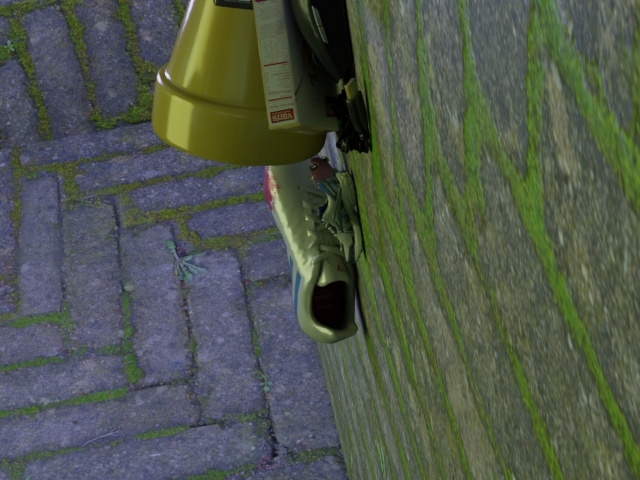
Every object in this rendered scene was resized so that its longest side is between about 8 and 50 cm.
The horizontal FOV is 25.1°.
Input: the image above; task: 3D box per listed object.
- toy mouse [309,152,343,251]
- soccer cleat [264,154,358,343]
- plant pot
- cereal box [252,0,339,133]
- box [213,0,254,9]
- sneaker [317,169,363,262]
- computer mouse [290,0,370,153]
[{"bbox_3d":[0.014,-0.083,2.069,0.161,0.031,0.143,58,-159,-58],"label":"toy mouse"},{"bbox_3d":[0.000,0.000,2.229,0.143,0.116,0.331,-169,66,-69],"label":"soccer cleat"},{"bbox_3d":[-0.103,-0.260,2.032,0.254,0.254,0.239,-108,24,-62],"label":"plant pot"},{"bbox_3d":[-0.032,-0.254,1.795,0.173,0.047,0.240,-9,-89,-73],"label":"cereal box"},{"bbox_3d":[-0.112,-0.433,1.886,0.231,0.056,0.183,-106,23,-55],"label":"box"},{"bbox_3d":[0.024,-0.031,2.001,0.052,0.058,0.135,-112,11,-72],"label":"sneaker"},{"bbox_3d":[0.007,-0.227,1.693,0.184,0.060,0.262,-106,6,-61],"label":"computer mouse"}]
